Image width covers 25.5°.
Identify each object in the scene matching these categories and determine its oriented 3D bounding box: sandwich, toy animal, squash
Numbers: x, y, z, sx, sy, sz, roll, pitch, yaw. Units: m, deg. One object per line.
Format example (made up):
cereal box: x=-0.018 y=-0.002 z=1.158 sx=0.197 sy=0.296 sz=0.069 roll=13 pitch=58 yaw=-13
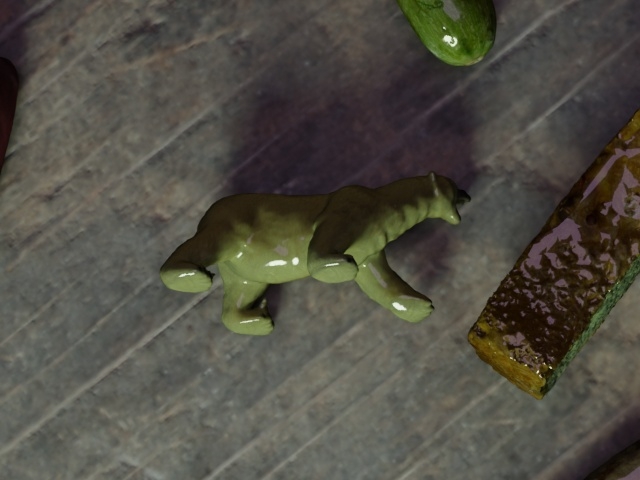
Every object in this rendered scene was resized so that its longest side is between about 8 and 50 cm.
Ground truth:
sandwich: x=0.186 y=0.006 z=0.953 sx=0.065 sy=0.186 sz=0.215 roll=37 pitch=85 yaw=13
toy animal: x=0.000 y=0.000 z=1.035 sx=0.218 sy=0.103 sz=0.101 roll=-6 pitch=57 yaw=11
squash: x=0.063 y=-0.238 z=1.063 sx=0.069 sy=0.069 sz=0.239 roll=-27 pitch=80 yaw=3

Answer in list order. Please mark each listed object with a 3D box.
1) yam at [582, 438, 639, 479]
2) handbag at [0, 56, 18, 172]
yam: x=0.198 y=0.189 z=0.995 sx=0.327 sy=0.045 sz=0.045 roll=-38 pitch=118 yaw=0
handbag: x=-0.323 y=-0.062 z=1.055 sx=0.146 sy=0.135 sz=0.225 roll=11 pitch=85 yaw=13
